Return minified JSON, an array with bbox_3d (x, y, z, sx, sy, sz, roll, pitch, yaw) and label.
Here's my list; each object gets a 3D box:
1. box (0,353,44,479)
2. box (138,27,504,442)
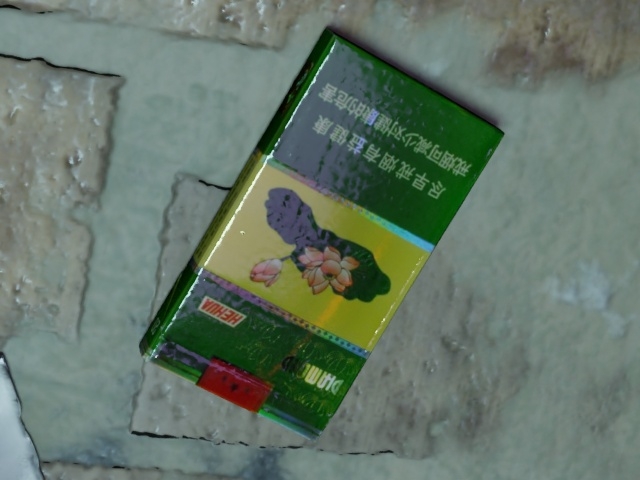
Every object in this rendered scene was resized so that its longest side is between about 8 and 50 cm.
[{"bbox_3d":[-0.305,0.184,0.863,0.262,0.206,0.291,32,95,-19],"label":"box"},{"bbox_3d":[0.000,0.000,0.968,0.132,0.034,0.235,27,99,-20],"label":"box"}]
